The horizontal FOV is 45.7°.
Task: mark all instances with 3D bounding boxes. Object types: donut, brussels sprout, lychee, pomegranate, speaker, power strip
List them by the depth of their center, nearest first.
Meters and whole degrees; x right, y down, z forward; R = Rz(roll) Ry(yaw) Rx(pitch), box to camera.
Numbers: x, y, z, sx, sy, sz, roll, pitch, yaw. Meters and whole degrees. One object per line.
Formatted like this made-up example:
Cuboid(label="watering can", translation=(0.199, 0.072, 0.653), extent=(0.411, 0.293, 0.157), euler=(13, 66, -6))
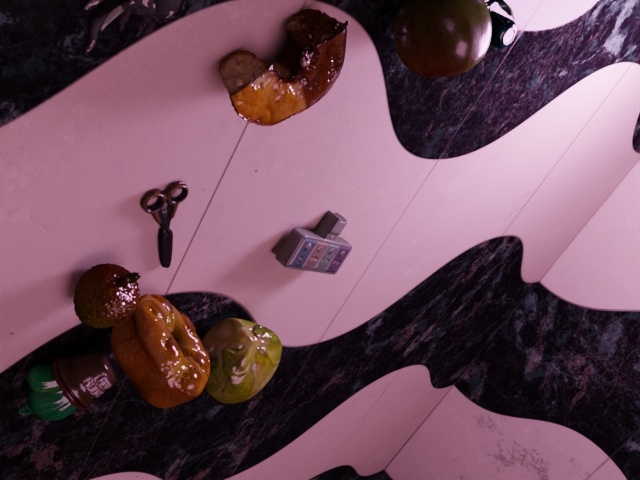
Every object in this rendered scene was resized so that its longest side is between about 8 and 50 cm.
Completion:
Cuboid(label="donut", translation=(-0.063, -0.271, 1.214), extent=(0.217, 0.085, 0.141), euler=(-32, 151, -15))
Cuboid(label="pomegranate", translation=(0.206, -0.388, 1.316), extent=(0.180, 0.180, 0.209), euler=(-29, 121, -21))
Cuboid(label="lychee", translation=(-0.371, 0.095, 1.327), extent=(0.146, 0.114, 0.114), euler=(-33, 159, 29))
Cuboid(label="donut", translation=(-0.304, 0.212, 1.462), extent=(0.114, 0.226, 0.226), euler=(-34, 153, 8))
Cuboid(label="speaker", translation=(0.353, -0.437, 1.510), extent=(0.060, 0.075, 0.094), euler=(-17, 135, -38))
Cuboid(label="power strip", translation=(0.000, 0.000, 1.724), extent=(0.145, 0.061, 0.216), euler=(-56, 150, 13))
Cuboid(label="brussels sprout", translation=(-0.184, 0.279, 1.767), extent=(0.223, 0.161, 0.223), euler=(-23, 147, -16))

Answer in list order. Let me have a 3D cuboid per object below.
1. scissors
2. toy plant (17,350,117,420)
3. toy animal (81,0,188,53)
Cuboid(label="scissors", translation=(-0.281, -0.019, 1.376), extent=(0.088, 0.017, 0.220), euler=(-25, 149, -29))
Cuboid(label="toy plant", translation=(-0.494, 0.279, 1.450), extent=(0.200, 0.105, 0.143), euler=(-25, 142, -5))
Cuboid(label="toy animal", translation=(-0.194, -0.343, 0.947), extent=(0.269, 0.082, 0.137), euler=(-33, 150, -17))
